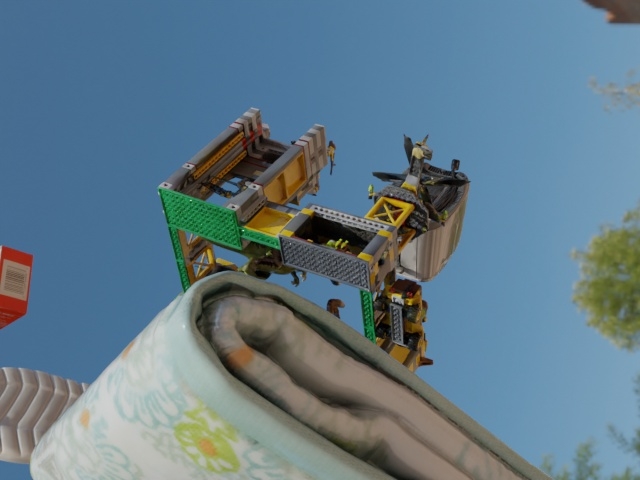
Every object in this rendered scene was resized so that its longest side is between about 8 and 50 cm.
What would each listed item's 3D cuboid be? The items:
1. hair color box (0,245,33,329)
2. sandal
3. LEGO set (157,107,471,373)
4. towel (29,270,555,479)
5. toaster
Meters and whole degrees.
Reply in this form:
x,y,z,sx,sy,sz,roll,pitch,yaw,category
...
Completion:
x,y,z,sx,sy,sz,roll,pitch,yaw,category
-0.474,0.082,1.284,0.053,0.167,0.093,22,-127,-39,hair color box
-0.382,0.302,1.415,0.169,0.416,0.102,-95,18,-52,sandal
0.000,0.000,0.953,0.192,0.331,0.255,-48,-44,-39,LEGO set
0.001,0.204,0.610,0.374,0.320,0.090,38,-134,-9,towel
0.178,-0.034,1.587,0.227,0.129,0.147,-49,-31,-45,toaster
